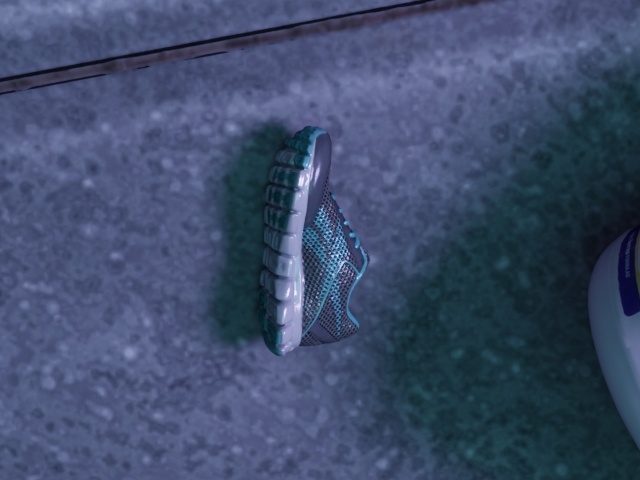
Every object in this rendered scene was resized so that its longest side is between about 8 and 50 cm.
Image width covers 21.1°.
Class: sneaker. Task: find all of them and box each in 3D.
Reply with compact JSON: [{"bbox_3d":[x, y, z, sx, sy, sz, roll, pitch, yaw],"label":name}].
[{"bbox_3d":[0.000,0.000,1.229,0.076,0.065,0.167,0,107,-21],"label":"sneaker"}]

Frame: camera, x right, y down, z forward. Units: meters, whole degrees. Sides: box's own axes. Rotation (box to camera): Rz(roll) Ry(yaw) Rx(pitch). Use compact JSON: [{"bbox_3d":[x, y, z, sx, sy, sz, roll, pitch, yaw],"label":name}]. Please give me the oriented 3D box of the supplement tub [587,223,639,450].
[{"bbox_3d":[0.369,0.034,1.111,0.331,0.241,0.241,-32,105,30],"label":"supplement tub"}]
